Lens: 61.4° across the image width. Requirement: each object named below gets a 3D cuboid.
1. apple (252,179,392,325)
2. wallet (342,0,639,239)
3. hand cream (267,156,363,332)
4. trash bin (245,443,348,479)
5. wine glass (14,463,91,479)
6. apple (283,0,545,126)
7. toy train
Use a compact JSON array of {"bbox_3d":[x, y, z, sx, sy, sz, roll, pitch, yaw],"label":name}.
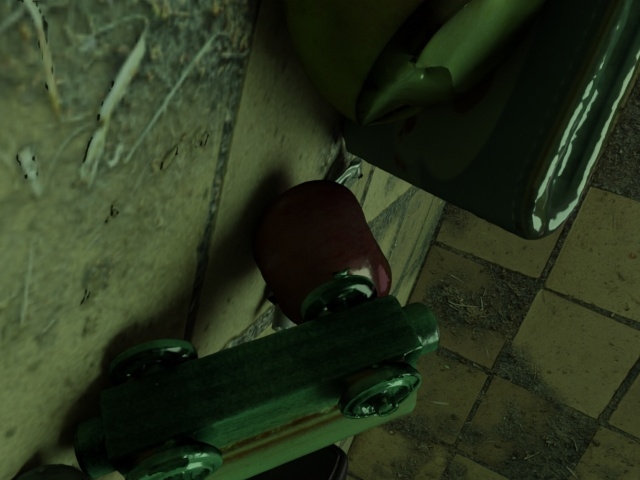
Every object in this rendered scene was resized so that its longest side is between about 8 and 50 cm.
[{"bbox_3d":[0.000,0.018,0.541,0.120,0.153,0.153,-26,163,3],"label":"apple"},{"bbox_3d":[0.135,-0.168,0.502,0.252,0.083,0.360,-69,-154,13],"label":"wallet"},{"bbox_3d":[-0.004,-0.001,0.687,0.084,0.050,0.257,81,33,-69],"label":"hand cream"},{"bbox_3d":[-0.076,0.401,0.746,0.182,0.210,0.290,-38,143,-58],"label":"trash bin"},{"bbox_3d":[-0.176,0.221,0.387,0.072,0.072,0.155,-54,161,-37],"label":"wine glass"},{"bbox_3d":[0.059,-0.187,0.391,0.188,0.174,0.207,-30,-141,58],"label":"apple"},{"bbox_3d":[-0.040,0.134,0.442,0.286,0.116,0.177,-18,145,-14],"label":"toy train"}]
